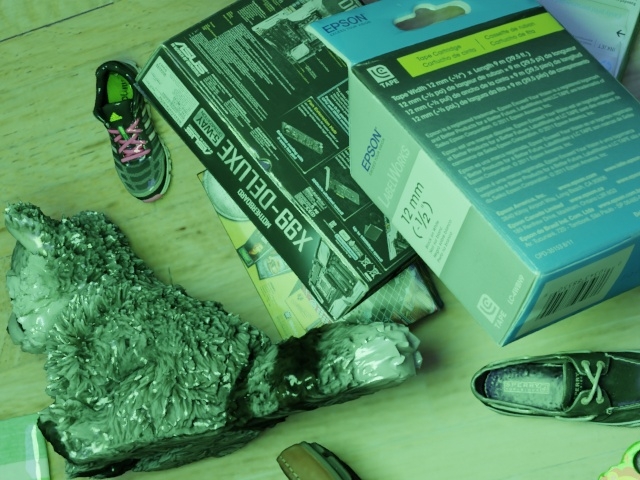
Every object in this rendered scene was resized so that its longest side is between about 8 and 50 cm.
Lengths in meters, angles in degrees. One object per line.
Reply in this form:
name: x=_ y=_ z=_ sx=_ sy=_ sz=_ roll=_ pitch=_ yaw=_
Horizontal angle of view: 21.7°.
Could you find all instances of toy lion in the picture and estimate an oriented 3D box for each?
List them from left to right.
toy lion: x=0.315 y=0.243 z=1.641 sx=0.096 sy=0.034 sz=0.100 roll=4 pitch=83 yaw=25

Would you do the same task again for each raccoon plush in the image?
raccoon plush: x=-0.127 y=0.062 z=1.722 sx=0.447 sy=0.216 sz=0.299 roll=-15 pitch=74 yaw=9

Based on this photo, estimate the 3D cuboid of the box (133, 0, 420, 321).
box: x=0.007 y=-0.108 z=1.636 sx=0.307 sy=0.242 sz=0.076 roll=49 pitch=141 yaw=5

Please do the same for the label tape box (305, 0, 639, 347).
label tape box: x=0.170 y=-0.090 z=1.574 sx=0.347 sy=0.249 sz=0.115 roll=49 pitch=143 yaw=28

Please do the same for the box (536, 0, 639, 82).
box: x=0.260 y=-0.243 z=1.724 sx=0.145 sy=0.038 sz=0.186 roll=18 pitch=86 yaw=19

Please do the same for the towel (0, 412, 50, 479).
towel: x=-0.398 y=0.373 z=1.839 sx=0.248 sy=0.038 sz=0.324 roll=-12 pitch=77 yaw=14

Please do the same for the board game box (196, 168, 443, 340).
board game box: x=0.000 y=0.000 z=1.739 sx=0.165 sy=0.042 sz=0.243 roll=-28 pitch=88 yaw=12

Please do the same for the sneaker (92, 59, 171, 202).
sneaker: x=-0.213 y=-0.124 z=1.833 sx=0.063 sy=0.075 sz=0.170 roll=-16 pitch=78 yaw=14

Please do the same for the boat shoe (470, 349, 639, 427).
boat shoe: x=0.258 y=0.147 z=1.649 sx=0.219 sy=0.070 sz=0.077 roll=-4 pitch=81 yaw=17

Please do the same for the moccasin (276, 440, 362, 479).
moccasin: x=0.041 y=0.382 z=1.657 sx=0.147 sy=0.139 sz=0.380 roll=-25 pitch=85 yaw=3
